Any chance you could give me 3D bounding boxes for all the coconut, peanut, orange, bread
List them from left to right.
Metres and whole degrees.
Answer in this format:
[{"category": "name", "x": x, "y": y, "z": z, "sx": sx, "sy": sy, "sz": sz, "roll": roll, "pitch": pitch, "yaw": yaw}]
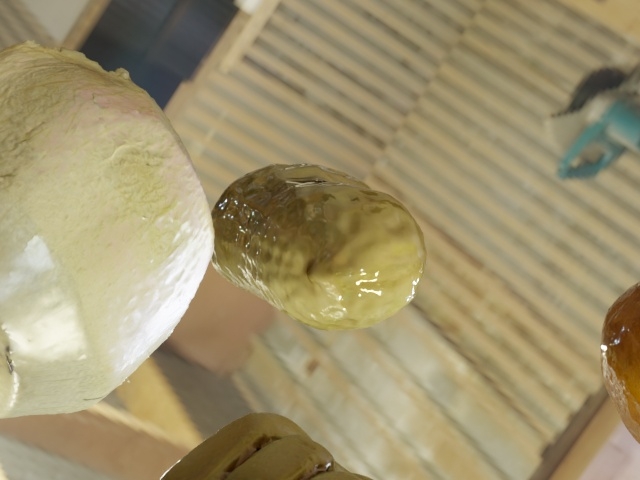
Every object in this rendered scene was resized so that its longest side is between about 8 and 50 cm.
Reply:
[{"category": "coconut", "x": -0.184, "y": -0.015, "z": 0.947, "sx": 0.227, "sy": 0.227, "sz": 0.230, "roll": 35, "pitch": -130, "yaw": 8}, {"category": "bread", "x": -0.080, "y": 0.359, "z": 1.723, "sx": 0.341, "sy": 0.300, "sz": 0.210, "roll": 36, "pitch": 178, "yaw": 43}, {"category": "peanut", "x": 0.000, "y": 0.000, "z": 1.245, "sx": 0.147, "sy": 0.147, "sz": 0.319, "roll": 31, "pitch": 173, "yaw": -21}, {"category": "orange", "x": 0.405, "y": 0.106, "z": 1.478, "sx": 0.249, "sy": 0.249, "sz": 0.183, "roll": 40, "pitch": 149, "yaw": 36}]
